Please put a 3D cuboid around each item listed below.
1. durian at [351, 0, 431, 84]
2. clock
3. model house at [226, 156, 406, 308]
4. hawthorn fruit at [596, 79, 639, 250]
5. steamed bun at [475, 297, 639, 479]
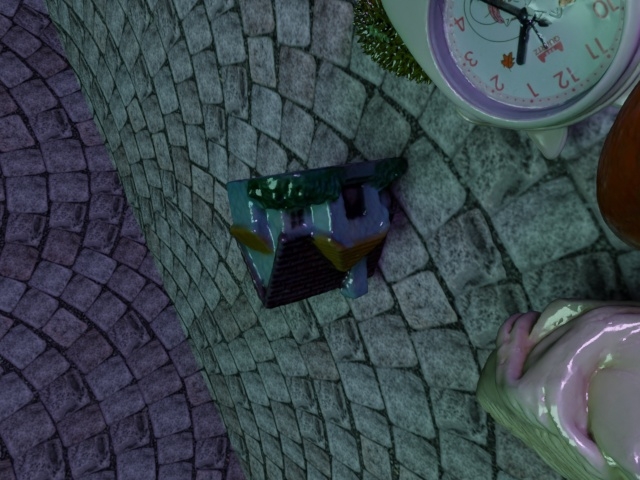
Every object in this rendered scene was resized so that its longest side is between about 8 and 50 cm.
[{"bbox_3d":[0.107,-0.304,0.773,0.221,0.095,0.137,47,139,35],"label":"durian"},{"bbox_3d":[0.230,-0.253,0.579,0.324,0.108,0.265,56,143,-6],"label":"clock"},{"bbox_3d":[0.000,0.000,0.904,0.230,0.280,0.249,1,103,54],"label":"model house"},{"bbox_3d":[0.355,-0.082,0.440,0.231,0.235,0.263,-34,73,62],"label":"hawthorn fruit"},{"bbox_3d":[0.371,0.192,0.569,0.346,0.237,0.394,48,173,-26],"label":"steamed bun"}]
